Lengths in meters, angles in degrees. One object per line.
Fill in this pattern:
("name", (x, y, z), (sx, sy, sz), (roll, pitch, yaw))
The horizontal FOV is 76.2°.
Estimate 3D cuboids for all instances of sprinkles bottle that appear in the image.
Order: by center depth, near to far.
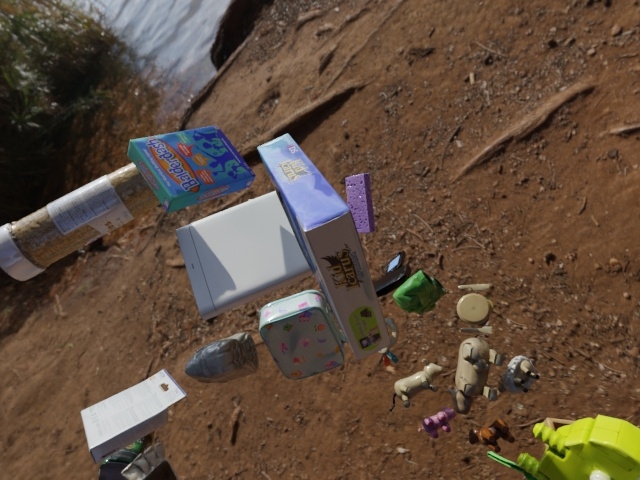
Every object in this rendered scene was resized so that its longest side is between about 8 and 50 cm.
("sprinkles bottle", (-0.529, -0.054, 0.914), (0.355, 0.121, 0.121), (-33, 46, -16))

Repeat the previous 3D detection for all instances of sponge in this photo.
("sponge", (0.142, -0.132, 1.481), (0.117, 0.031, 0.210), (-2, 94, 58))

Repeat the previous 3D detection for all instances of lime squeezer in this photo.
("lime squeezer", (0.585, 0.675, 1.137), (0.109, 0.310, 0.059), (9, 96, -1))

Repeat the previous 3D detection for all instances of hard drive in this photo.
("hard drive", (-0.134, 0.007, 0.941), (0.352, 0.047, 0.233), (-22, 62, -8))

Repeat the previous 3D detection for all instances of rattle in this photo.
("rattle", (0.251, 0.416, 1.671), (0.130, 0.142, 0.200), (-1, 78, 18))

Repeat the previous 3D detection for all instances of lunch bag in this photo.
("lunch bag", (-0.047, 0.292, 1.247), (0.223, 0.279, 0.108), (-22, 33, 2))

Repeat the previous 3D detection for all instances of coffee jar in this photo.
("coffee jar", (-0.522, 0.575, 1.117), (0.184, 0.096, 0.079), (-120, 43, -77))

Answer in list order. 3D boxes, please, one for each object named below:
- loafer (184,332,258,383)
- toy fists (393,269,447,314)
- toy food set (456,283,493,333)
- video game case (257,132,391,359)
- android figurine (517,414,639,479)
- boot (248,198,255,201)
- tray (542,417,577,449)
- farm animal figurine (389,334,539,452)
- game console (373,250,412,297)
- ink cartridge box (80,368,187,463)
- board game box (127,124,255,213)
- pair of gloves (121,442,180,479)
("loafer", (-0.230, 0.290, 1.006), (0.111, 0.319, 0.112), (-17, 73, 2))
("toy fists", (0.352, 0.196, 1.438), (0.142, 0.279, 0.096), (-40, 62, 16))
("toy food set", (0.590, 0.264, 1.556), (0.132, 0.038, 0.192), (-4, 62, 23))
("video game case", (0.000, 0.000, 0.609), (0.061, 0.244, 0.270), (-24, 37, -5))
("android figurine", (0.353, 0.295, 0.424), (0.272, 0.056, 0.248), (28, 131, 31))
("boot", (-0.186, -0.111, 1.566), (0.213, 0.164, 0.077), (-119, 22, -56))
("tray", (0.757, 0.694, 1.078), (0.202, 0.076, 0.411), (6, 38, 1))
("farm animal figurine", (0.404, 0.418, 1.180), (0.330, 0.172, 0.327), (30, 85, 3))
("game console", (0.312, 0.146, 1.821), (0.213, 0.361, 0.044), (-34, 97, 25))
("ink cartridge box", (-0.465, 0.426, 1.022), (0.223, 0.223, 0.045), (4, 113, 56))
("board game box", (-0.267, -0.159, 0.865), (0.160, 0.210, 0.047), (52, 136, 11))
("pair of gloves", (-0.311, 0.488, 0.704), (0.042, 0.240, 0.204), (-37, 79, 14))
